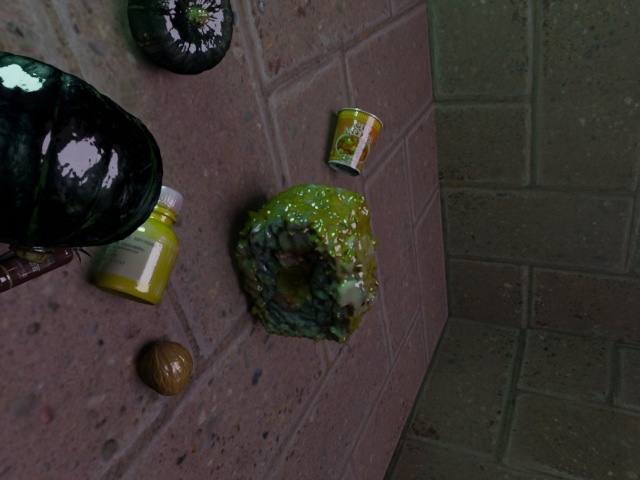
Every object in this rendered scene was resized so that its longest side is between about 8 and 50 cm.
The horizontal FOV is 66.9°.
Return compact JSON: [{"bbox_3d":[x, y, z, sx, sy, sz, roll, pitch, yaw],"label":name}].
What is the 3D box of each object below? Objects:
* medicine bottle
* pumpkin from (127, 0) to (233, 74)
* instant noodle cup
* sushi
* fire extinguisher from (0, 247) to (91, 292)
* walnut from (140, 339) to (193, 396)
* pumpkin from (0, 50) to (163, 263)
[{"bbox_3d":[-0.325,0.004,0.910,0.122,0.121,0.213,44,56,-55],"label":"medicine bottle"},{"bbox_3d":[-0.259,-0.423,0.918,0.211,0.151,0.212,-10,102,-55],"label":"pumpkin"},{"bbox_3d":[0.105,-0.322,1.626,0.168,0.168,0.185,31,76,-59],"label":"instant noodle cup"},{"bbox_3d":[-0.017,0.057,1.244,0.240,0.350,0.397,-47,137,-48],"label":"sushi"},{"bbox_3d":[-0.450,0.034,0.768,0.064,0.043,0.158,48,36,3],"label":"fire extinguisher"},{"bbox_3d":[-0.317,0.267,1.004,0.105,0.105,0.125,-37,131,-53],"label":"walnut"},{"bbox_3d":[-0.370,-0.091,0.636,0.315,0.314,0.239,20,76,-61],"label":"pumpkin"}]
